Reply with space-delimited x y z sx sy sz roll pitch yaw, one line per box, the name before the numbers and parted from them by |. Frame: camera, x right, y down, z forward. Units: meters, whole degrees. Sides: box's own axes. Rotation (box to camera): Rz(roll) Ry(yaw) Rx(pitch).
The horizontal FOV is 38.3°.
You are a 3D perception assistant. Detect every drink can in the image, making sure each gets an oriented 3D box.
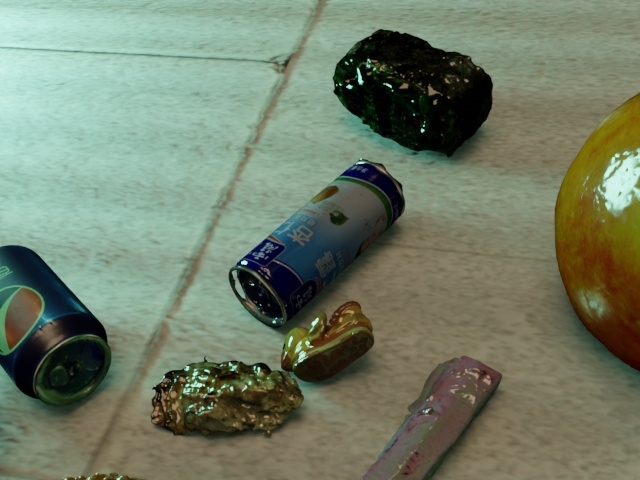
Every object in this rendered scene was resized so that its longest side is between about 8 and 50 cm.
drink can | 0.000 0.000 1.139 0.097 0.097 0.235 29 54 32
drink can | -0.335 0.097 1.076 0.118 0.118 0.205 -35 50 -24

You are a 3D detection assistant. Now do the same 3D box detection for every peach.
peach | 0.384 -0.010 0.944 0.242 0.380 0.306 -31 74 -23

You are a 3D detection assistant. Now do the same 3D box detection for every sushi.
sushi | 0.126 -0.208 1.314 0.225 0.124 0.127 30 56 26

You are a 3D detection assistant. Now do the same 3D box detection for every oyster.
oyster | -0.103 0.169 1.014 0.177 0.056 0.105 8 38 23

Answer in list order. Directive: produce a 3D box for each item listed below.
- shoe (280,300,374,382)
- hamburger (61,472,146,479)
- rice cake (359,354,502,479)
shoe | 0.010 0.115 1.037 0.109 0.072 0.069 -44 32 27
hamburger | -0.170 0.290 0.797 0.237 0.147 0.237 12 18 -4
rice cake | 0.079 0.217 0.933 0.081 0.051 0.290 28 54 32
